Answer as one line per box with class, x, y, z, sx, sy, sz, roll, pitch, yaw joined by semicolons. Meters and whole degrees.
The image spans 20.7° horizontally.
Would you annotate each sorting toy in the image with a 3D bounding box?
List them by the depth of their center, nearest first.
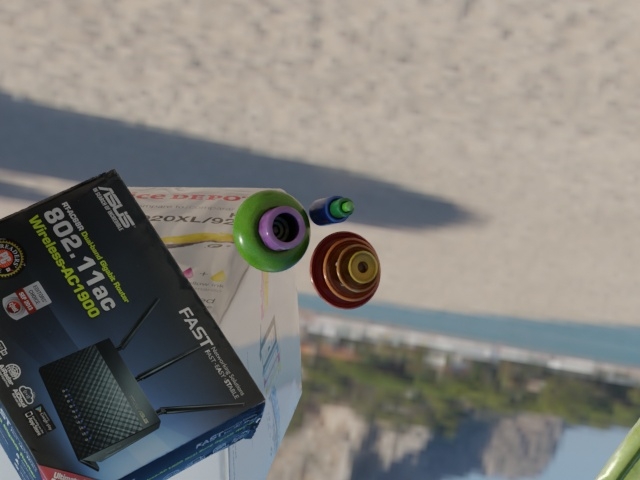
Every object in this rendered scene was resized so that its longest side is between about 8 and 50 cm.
sorting toy;0.000;0.000;1.066;0.102;0.061;0.042;29;163;-19

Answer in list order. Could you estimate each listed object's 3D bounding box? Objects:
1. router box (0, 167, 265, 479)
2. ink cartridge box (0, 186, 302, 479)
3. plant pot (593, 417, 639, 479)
router box;-0.092;0.043;0.693;0.092;0.122;0.038;-27;161;-25
ink cartridge box;-0.119;0.079;1.188;0.171;0.168;0.233;2;-157;10
plant pot;0.334;0.197;1.139;0.254;0.276;0.276;41;-170;21
